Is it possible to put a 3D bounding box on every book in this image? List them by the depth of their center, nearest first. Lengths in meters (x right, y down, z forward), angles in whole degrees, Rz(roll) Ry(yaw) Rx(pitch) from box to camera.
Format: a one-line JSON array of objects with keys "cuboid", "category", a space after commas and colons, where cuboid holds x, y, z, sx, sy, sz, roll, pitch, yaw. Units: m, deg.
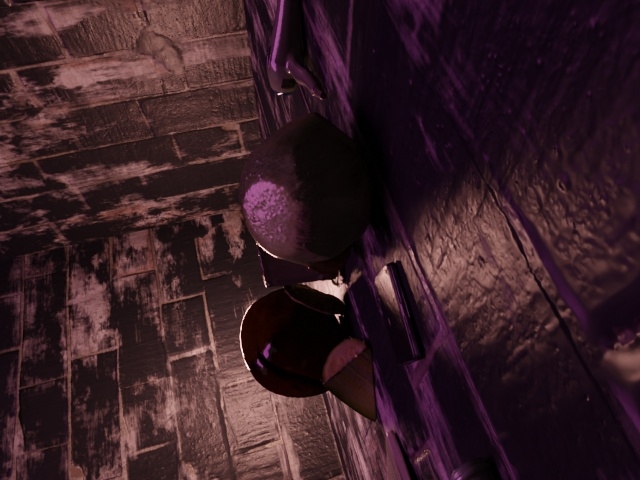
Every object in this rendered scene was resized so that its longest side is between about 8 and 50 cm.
[{"cuboid": [0.233, 0.739, 1.387, 0.239, 0.035, 0.351, -110, 11, -61], "category": "book"}]

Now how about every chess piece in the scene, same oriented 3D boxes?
[{"cuboid": [0.251, 0.391, 0.749, 0.103, 0.067, 0.067, -124, 21, -44], "category": "chess piece"}]

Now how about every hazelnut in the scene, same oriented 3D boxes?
[{"cuboid": [-0.093, 0.362, 1.840, 0.429, 0.403, 0.401, -152, 49, -65], "category": "hazelnut"}]

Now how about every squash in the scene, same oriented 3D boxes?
[{"cuboid": [0.143, 0.430, 1.579, 0.289, 0.203, 0.111, 41, -168, -32], "category": "squash"}]

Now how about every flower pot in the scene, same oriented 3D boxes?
[{"cuboid": [-0.079, 0.044, 1.670, 0.290, 0.259, 0.290, 168, 90, -80], "category": "flower pot"}]

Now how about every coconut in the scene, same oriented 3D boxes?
[{"cuboid": [-0.020, -0.113, 1.075, 0.282, 0.329, 0.328, -7, 98, 38], "category": "coconut"}]

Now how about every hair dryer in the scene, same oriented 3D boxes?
[{"cuboid": [-0.066, -0.543, 1.359, 0.298, 0.119, 0.295, 32, 133, 55], "category": "hair dryer"}]

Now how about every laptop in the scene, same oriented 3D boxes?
[{"cuboid": [0.163, 0.162, 1.070, 0.154, 0.026, 0.207, 102, 154, -72], "category": "laptop"}]

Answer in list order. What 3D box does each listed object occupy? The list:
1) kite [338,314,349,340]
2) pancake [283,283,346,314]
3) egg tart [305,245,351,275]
[{"cuboid": [0.100, 0.384, 1.841, 0.234, 0.016, 0.320, -134, 31, -70], "category": "kite"}, {"cuboid": [-0.023, 0.197, 1.710, 0.212, 0.235, 0.029, -8, -60, -68], "category": "pancake"}, {"cuboid": [-0.036, -0.025, 1.335, 0.290, 0.115, 0.290, 36, -145, -32], "category": "egg tart"}]
